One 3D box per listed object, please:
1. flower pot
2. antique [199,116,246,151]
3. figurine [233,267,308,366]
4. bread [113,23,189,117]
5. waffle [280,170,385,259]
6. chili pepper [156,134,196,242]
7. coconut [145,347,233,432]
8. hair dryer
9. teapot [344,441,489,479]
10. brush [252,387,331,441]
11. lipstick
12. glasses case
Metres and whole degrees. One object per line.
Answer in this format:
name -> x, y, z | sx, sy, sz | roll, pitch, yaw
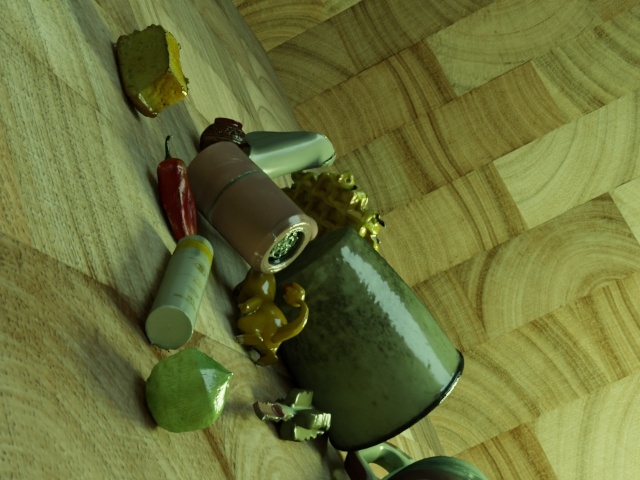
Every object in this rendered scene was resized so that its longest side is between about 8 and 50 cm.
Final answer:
flower pot -> 0.052, 0.167, 1.598 | 0.330, 0.293, 0.293 | 55, 9, -8
antique -> -0.193, -0.192, 1.761 | 0.104, 0.104, 0.104 | 62, 8, -14
figurine -> -0.080, 0.103, 1.428 | 0.121, 0.122, 0.176 | 53, 14, -43
bread -> -0.284, -0.292, 1.464 | 0.065, 0.103, 0.187 | 51, 19, -50
waffle -> 0.002, 0.011, 1.790 | 0.062, 0.329, 0.329 | -8, 69, -51
chili pepper -> -0.220, -0.068, 1.337 | 0.059, 0.050, 0.191 | 47, 30, -75
coconut -> -0.139, 0.160, 0.944 | 0.088, 0.096, 0.088 | 164, -90, -84
hair dryer -> -0.073, -0.036, 1.542 | 0.210, 0.125, 0.352 | 45, 11, 24
teapot -> 0.177, 0.468, 1.548 | 0.315, 0.233, 0.312 | 35, 9, 13
brush -> -0.052, 0.261, 1.318 | 0.084, 0.071, 0.301 | 54, 5, 16
lipstick -> -0.179, 0.060, 1.143 | 0.059, 0.059, 0.264 | 61, 7, -18
glasses case -> -0.103, -0.167, 1.696 | 0.308, 0.128, 0.083 | -23, 128, -50
